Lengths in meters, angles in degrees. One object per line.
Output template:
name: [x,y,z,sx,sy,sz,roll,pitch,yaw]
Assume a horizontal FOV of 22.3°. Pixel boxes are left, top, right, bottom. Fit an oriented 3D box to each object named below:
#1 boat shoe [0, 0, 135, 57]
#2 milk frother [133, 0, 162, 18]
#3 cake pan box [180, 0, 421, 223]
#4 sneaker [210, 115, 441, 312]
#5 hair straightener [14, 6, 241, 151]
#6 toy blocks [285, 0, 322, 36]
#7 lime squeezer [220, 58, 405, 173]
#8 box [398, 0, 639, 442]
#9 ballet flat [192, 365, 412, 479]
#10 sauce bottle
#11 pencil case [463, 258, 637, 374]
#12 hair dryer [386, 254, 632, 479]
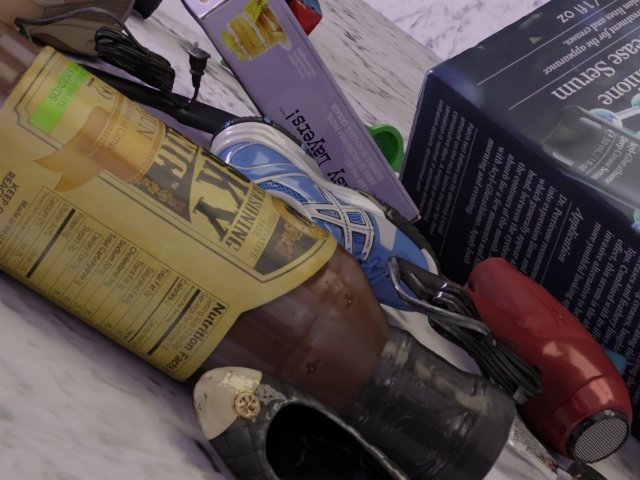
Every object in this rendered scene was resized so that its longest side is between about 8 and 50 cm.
boat shoe: [-0.237,-0.220,1.243,0.121,0.110,0.341,38,13,12]
milk frother: [-0.217,-0.302,1.678,0.134,0.129,0.143,32,-30,-16]
cake pan box: [-0.036,-0.140,1.355,0.246,0.070,0.267,58,-1,-28]
sneaker: [0.000,0.000,1.184,0.211,0.080,0.081,33,39,-22]
hair straightener: [-0.123,-0.119,1.221,0.230,0.089,0.047,29,16,-27]
toy blocks: [-0.118,-0.384,2.089,0.381,0.191,0.261,29,26,-25]
lime squeezer: [0.030,-0.104,1.674,0.310,0.059,0.110,30,-13,-6]
box: [0.309,-0.027,1.438,0.293,0.212,0.395,-33,62,-33]
ballet flat: [0.014,0.115,0.781,0.173,0.057,0.049,37,-23,-5]
sauce bottle: [-0.056,0.020,0.842,0.344,0.111,0.111,33,13,-11]
pencil case: [0.180,0.081,1.334,0.151,0.064,0.070,36,-4,3]
hair dryer: [0.143,0.067,1.157,0.224,0.080,0.293,54,8,-6]
